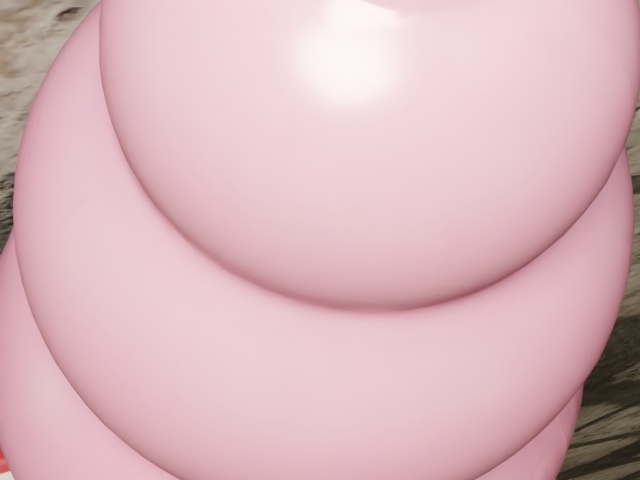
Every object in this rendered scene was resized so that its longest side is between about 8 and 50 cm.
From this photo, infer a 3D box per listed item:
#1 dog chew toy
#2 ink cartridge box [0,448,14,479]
[{"bbox_3d":[0.000,0.000,0.451,0.207,0.206,0.332,-12,155,-15],"label":"dog chew toy"},{"bbox_3d":[-0.158,0.102,0.675,0.127,0.072,0.175,-19,-162,9],"label":"ink cartridge box"}]
